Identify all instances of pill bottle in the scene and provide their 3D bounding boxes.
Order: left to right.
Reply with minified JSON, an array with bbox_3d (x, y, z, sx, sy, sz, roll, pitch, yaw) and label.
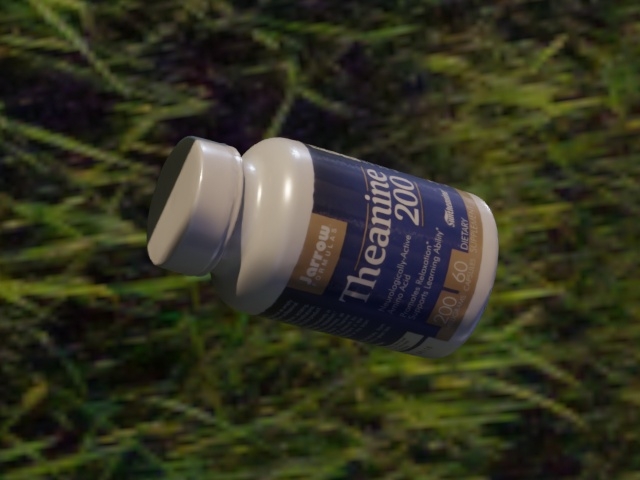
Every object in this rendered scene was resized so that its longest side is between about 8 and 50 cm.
[{"bbox_3d":[0.000,0.000,0.687,0.120,0.067,0.067,15,63,-23],"label":"pill bottle"}]
